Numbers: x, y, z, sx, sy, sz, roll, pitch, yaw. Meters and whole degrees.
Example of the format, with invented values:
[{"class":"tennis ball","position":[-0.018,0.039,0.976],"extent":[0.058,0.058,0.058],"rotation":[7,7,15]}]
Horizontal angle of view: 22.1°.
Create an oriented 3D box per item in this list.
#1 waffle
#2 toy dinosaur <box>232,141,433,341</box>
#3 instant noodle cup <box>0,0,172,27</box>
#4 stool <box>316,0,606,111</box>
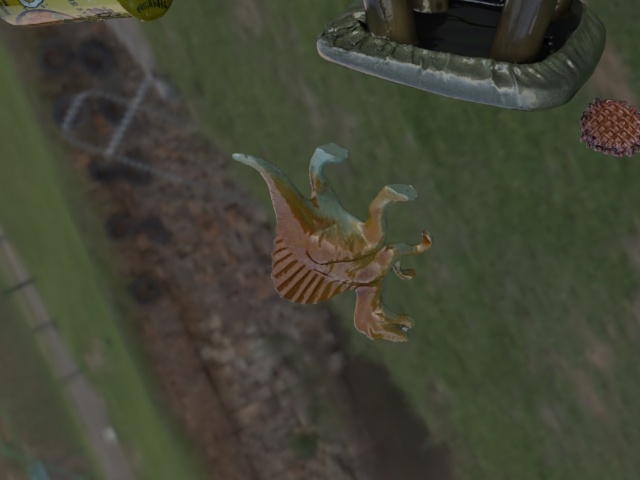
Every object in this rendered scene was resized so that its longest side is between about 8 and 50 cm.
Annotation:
[{"class":"waffle","position":[0.344,-0.131,1.924],"extent":[0.029,0.083,0.075],"rotation":[99,175,-58]},{"class":"toy dinosaur","position":[0.001,0.000,1.260],"extent":[0.142,0.212,0.057],"rotation":[-63,26,26]},{"class":"instant noodle cup","position":[-0.238,-0.281,1.548],"extent":[0.182,0.144,0.182],"rotation":[-10,-90,-68]},{"class":"stool","position":[0.177,-0.310,1.879],"extent":[0.310,0.310,0.226],"rotation":[-51,-29,-60]}]
